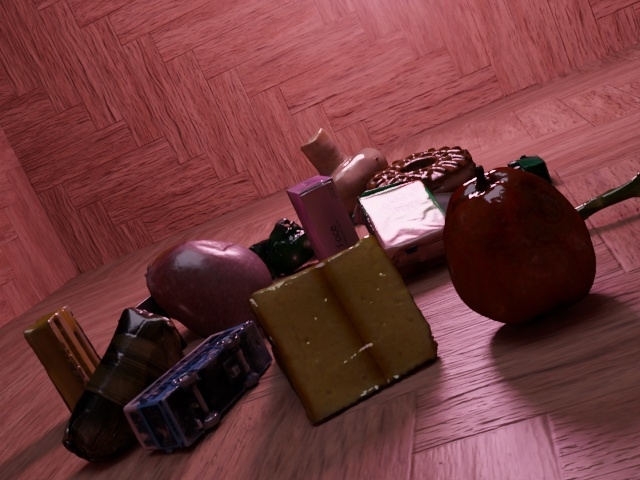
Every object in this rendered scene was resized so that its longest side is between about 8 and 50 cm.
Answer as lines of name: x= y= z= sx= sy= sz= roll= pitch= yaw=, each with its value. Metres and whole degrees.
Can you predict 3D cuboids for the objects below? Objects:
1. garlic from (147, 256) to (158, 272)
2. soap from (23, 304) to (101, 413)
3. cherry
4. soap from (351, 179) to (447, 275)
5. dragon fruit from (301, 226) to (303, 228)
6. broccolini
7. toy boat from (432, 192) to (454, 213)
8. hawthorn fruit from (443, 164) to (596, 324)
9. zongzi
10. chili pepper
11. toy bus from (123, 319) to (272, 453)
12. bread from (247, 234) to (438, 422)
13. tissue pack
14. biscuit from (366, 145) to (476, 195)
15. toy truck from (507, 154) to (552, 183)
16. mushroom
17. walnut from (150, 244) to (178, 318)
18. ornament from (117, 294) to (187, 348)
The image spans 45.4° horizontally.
garlic: x=-0.426 y=0.100 z=2.376 sx=0.214 sy=0.160 sz=0.191 roll=-26 pitch=16 yaw=7
soap: x=-0.539 y=0.265 z=1.661 sx=0.076 sy=0.233 sz=0.135 roll=-29 pitch=10 yaw=6
cherry: x=-0.238 y=0.107 z=1.711 sx=0.261 sy=0.307 sz=0.221 roll=-143 pitch=73 yaw=-75
soap: x=0.193 y=-0.029 z=1.659 sx=0.218 sy=0.098 sz=0.273 roll=-15 pitch=30 yaw=-2
dragon fruit: x=0.003 y=0.002 z=2.188 sx=0.126 sy=0.068 sz=0.112 roll=-7 pitch=32 yaw=15
broccolini: x=0.558 y=-0.065 z=1.388 sx=0.392 sy=0.079 sz=0.074 roll=-29 pitch=20 yaw=14
toy boat: x=0.319 y=-0.078 z=1.868 sx=0.085 sy=0.078 sz=0.260 roll=-3 pitch=1 yaw=-30
hawthorn fruit: x=0.282 y=-0.006 z=1.127 sx=0.224 sy=0.261 sz=0.224 roll=-27 pitch=17 yaw=9
zongzi: x=-0.345 y=0.303 z=1.460 sx=0.134 sy=0.288 sz=0.286 roll=21 pitch=66 yaw=17
chili pepper: x=-0.127 y=0.031 z=2.144 sx=0.264 sy=0.116 sz=0.148 roll=-19 pitch=28 yaw=38
toy bus: x=-0.207 y=0.253 z=1.359 sx=0.131 sy=0.106 sz=0.297 roll=-20 pitch=10 yaw=32
bread: x=0.036 y=0.177 z=1.328 sx=0.233 sy=0.245 sz=0.362 roll=-27 pitch=-19 yaw=-8
tissue pack: x=0.021 y=-0.023 z=1.775 sx=0.092 sy=0.246 sz=0.148 roll=-26 pitch=11 yaw=-10
biscuit: x=0.296 y=-0.183 z=2.247 sx=0.332 sy=0.103 sz=0.332 roll=-17 pitch=19 yaw=6
toy truck: x=0.513 y=-0.169 z=1.897 sx=0.079 sy=0.065 sz=0.147 roll=-20 pitch=12 yaw=9
mushroom: x=0.058 y=-0.218 z=2.460 sx=0.292 sy=0.290 sz=0.292 roll=-39 pitch=0 yaw=0
walnut: x=-0.297 y=0.105 z=1.946 sx=0.203 sy=0.203 sz=0.298 roll=-15 pitch=-8 yaw=41
ornament: x=-0.459 y=0.257 z=1.807 sx=0.196 sy=0.153 sz=0.166 roll=-29 pitch=7 yaw=26
